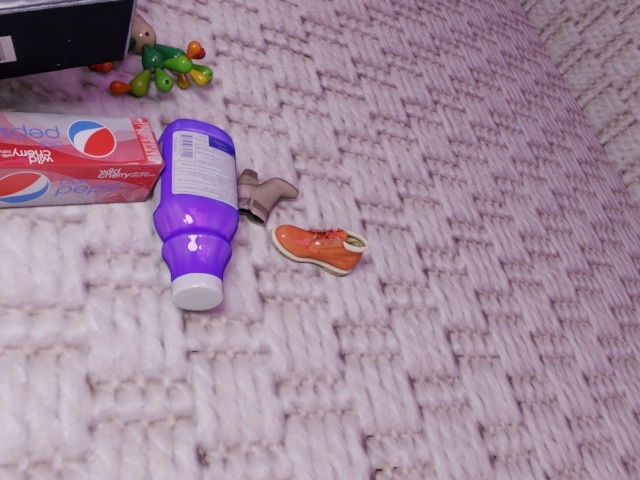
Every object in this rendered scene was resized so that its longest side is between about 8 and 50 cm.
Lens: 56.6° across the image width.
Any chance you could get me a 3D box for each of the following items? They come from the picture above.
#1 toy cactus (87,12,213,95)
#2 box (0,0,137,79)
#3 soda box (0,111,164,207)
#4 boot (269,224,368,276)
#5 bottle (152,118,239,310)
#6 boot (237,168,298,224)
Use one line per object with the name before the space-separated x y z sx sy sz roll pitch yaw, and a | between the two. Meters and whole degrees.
toy cactus | -0.283 -0.315 0.970 0.219 0.112 0.180 -9 54 -33
box | -0.411 -0.342 0.624 0.343 0.179 0.313 -17 91 -23
soda box | -0.339 -0.100 0.748 0.263 0.092 0.083 -7 62 -41
boot | 0.000 0.000 0.952 0.157 0.084 0.059 19 50 -25
bottle | -0.173 -0.041 0.835 0.118 0.092 0.283 13 51 -30
boot | -0.090 -0.064 0.966 0.118 0.042 0.087 20 54 -25
